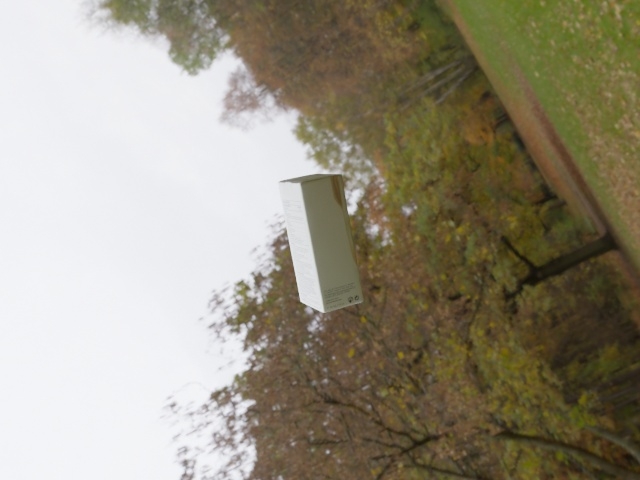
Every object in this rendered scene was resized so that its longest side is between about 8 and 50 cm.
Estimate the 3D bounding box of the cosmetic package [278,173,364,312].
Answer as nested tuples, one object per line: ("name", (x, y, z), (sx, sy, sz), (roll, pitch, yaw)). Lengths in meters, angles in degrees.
("cosmetic package", (0.000, 0.000, 0.604), (0.060, 0.041, 0.115), (-163, 61, -66))
